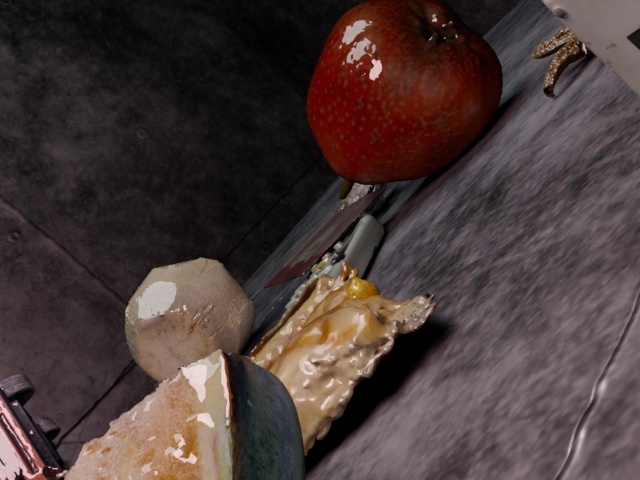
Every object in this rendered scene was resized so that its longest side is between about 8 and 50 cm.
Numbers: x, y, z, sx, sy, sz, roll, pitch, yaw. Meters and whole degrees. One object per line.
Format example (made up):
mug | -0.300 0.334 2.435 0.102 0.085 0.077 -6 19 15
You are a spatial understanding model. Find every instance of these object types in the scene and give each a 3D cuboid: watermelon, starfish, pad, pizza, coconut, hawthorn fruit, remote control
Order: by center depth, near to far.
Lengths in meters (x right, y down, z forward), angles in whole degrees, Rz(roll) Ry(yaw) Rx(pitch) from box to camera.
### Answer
watermelon | -0.105 0.235 0.555 0.322 0.188 0.175 -38 53 22
pad | 0.047 0.118 0.835 0.112 0.003 0.157 -43 6 42
pizza | -0.068 0.179 0.884 0.392 0.080 0.435 -49 1 -5
starfish | 0.350 -0.276 1.108 0.213 0.057 0.238 -30 20 46
remote control | 0.012 0.061 1.274 0.140 0.056 0.296 -46 4 27
hawthorn fruit | 0.111 -0.203 1.392 0.369 0.284 0.285 -60 -2 30
pad | 0.000 0.000 1.486 0.202 0.005 0.300 -47 6 -15
coconut | -0.254 0.154 1.725 0.245 0.245 0.247 -45 11 22

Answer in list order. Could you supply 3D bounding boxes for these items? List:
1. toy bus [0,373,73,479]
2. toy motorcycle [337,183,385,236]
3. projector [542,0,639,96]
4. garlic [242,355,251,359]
toy bus | -0.427 0.351 1.172 0.233 0.203 0.427 -33 -16 -20
toy motorcycle | 0.086 -0.092 1.691 0.229 0.074 0.151 128 166 -67
projector | 0.223 -0.139 0.542 0.061 0.147 0.115 -50 6 -19
garlic | -0.120 0.206 1.192 0.128 0.090 0.198 -26 8 30
